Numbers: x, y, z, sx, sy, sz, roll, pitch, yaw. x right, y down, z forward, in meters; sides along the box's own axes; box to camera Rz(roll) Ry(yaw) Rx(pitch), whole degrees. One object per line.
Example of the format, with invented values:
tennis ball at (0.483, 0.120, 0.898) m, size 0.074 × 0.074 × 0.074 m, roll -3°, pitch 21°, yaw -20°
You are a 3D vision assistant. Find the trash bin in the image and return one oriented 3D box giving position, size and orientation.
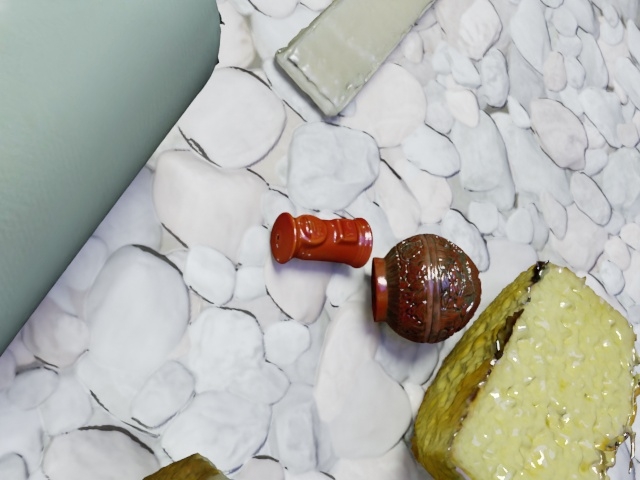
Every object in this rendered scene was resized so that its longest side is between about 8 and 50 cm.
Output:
trash bin at (-0.210, -0.076, 0.385) m, size 0.217 × 0.277 × 0.262 m, roll 40°, pitch 55°, yaw -19°

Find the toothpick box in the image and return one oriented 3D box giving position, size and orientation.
toothpick box at (0.000, 0.000, 0.608) m, size 0.083 × 0.047 × 0.047 m, roll 4°, pitch 78°, yaw -30°

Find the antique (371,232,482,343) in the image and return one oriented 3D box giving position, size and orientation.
antique at (0.096, 0.043, 0.626) m, size 0.104 × 0.104 × 0.104 m, roll 7°, pitch 76°, yaw -29°

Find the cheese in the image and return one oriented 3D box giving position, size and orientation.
cheese at (0.095, -0.279, 0.731) m, size 0.085 × 0.034 × 0.400 m, roll 47°, pitch 61°, yaw -14°

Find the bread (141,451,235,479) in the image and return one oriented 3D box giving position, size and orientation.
bread at (-0.072, 0.296, 0.398) m, size 0.225 × 0.250 × 0.279 m, roll 38°, pitch 69°, yaw -10°

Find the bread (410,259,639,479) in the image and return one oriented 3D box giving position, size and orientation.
bread at (0.176, 0.154, 0.627) m, size 0.160 × 0.147 × 0.260 m, roll 39°, pitch 56°, yaw -8°
